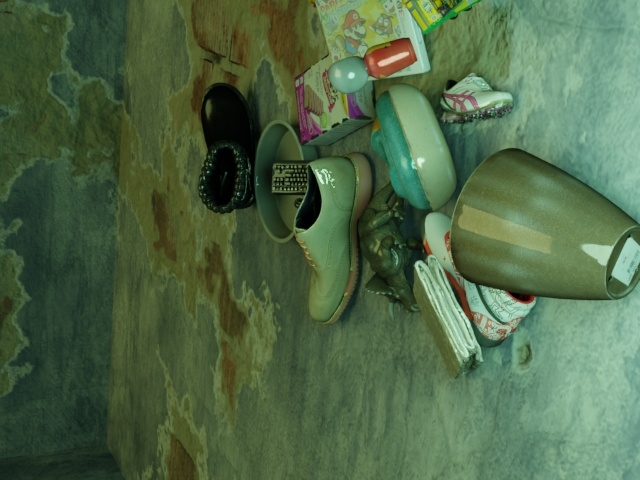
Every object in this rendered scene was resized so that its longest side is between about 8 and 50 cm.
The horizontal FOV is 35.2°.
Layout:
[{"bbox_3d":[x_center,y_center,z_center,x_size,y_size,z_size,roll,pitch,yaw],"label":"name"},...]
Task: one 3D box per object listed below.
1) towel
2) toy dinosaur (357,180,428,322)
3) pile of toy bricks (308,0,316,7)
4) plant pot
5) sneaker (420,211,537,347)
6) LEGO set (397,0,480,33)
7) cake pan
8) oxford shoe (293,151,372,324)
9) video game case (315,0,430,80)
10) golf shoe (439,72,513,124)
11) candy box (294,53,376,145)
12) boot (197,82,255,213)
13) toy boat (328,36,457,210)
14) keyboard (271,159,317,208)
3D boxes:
[{"bbox_3d":[0.212,0.133,1.706,0.282,0.049,0.187,72,174,-77],"label":"towel"},{"bbox_3d":[0.123,-0.011,1.946,0.160,0.121,0.314,-34,66,45],"label":"toy dinosaur"},{"bbox_3d":[0.001,-0.592,2.117,0.105,0.118,0.212,54,129,45],"label":"pile of toy bricks"},{"bbox_3d":[0.344,-0.003,1.450,0.230,0.215,0.215,23,115,44],"label":"plant pot"},{"bbox_3d":[0.269,0.031,1.694,0.145,0.090,0.270,-57,47,48],"label":"sneaker"},{"bbox_3d":[0.228,-0.483,1.529,0.192,0.255,0.331,57,162,0],"label":"LEGO set"},{"bbox_3d":[-0.079,-0.141,2.398,0.293,0.054,0.293,11,103,62],"label":"cake pan"},{"bbox_3d":[0.000,0.000,2.154,0.140,0.146,0.397,39,127,55],"label":"oxford shoe"},{"bbox_3d":[0.092,-0.408,1.921,0.227,0.026,0.206,1,113,46],"label":"video game case"},{"bbox_3d":[0.258,-0.243,1.706,0.186,0.067,0.086,5,96,63],"label":"golf shoe"},{"bbox_3d":[0.027,-0.304,2.152,0.233,0.071,0.159,-21,74,62],"label":"candy box"},{"bbox_3d":[-0.239,-0.236,2.505,0.260,0.131,0.348,-5,-98,-82],"label":"boot"},{"bbox_3d":[0.125,-0.210,1.756,0.267,0.148,0.318,-103,-10,-46],"label":"toy boat"},{"bbox_3d":[-0.031,-0.124,2.242,0.180,0.023,0.108,3,95,31],"label":"keyboard"}]
